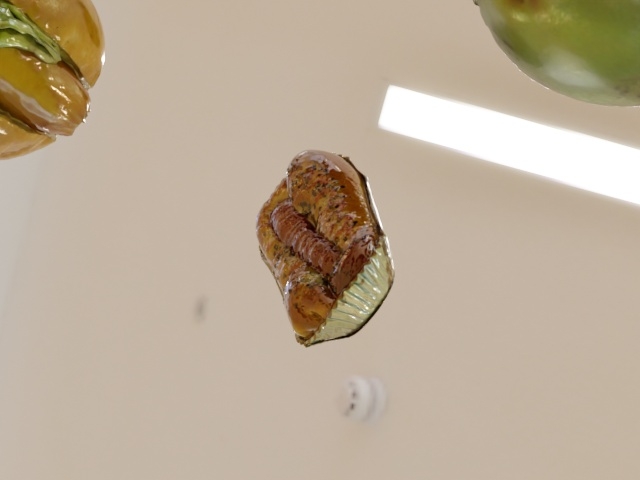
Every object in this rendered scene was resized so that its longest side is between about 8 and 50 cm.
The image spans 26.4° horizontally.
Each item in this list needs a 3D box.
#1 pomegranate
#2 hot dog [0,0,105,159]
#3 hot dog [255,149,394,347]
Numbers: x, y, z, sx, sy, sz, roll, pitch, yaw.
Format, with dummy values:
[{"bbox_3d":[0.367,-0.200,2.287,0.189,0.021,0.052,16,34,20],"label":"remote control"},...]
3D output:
[{"bbox_3d":[0.213,-0.157,0.788,0.159,0.241,0.190,23,-99,49],"label":"pomegranate"},{"bbox_3d":[-0.184,-0.119,0.504,0.100,0.249,0.068,-52,-151,-2],"label":"hot dog"},{"bbox_3d":[0.000,0.000,1.011,0.108,0.059,0.191,-49,-149,15],"label":"hot dog"}]
